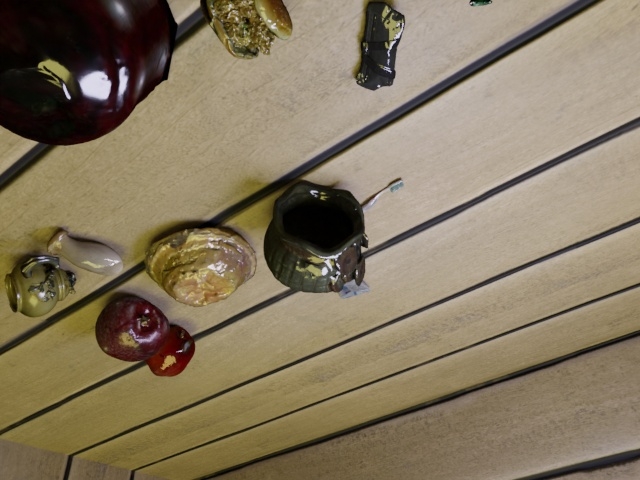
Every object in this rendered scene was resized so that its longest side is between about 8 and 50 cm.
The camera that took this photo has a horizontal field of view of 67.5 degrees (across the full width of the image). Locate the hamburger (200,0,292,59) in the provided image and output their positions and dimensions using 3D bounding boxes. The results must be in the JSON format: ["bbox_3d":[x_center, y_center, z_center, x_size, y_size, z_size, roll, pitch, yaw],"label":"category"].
[{"bbox_3d":[-0.134,-0.441,0.903,0.131,0.159,0.185,-25,109,25],"label":"hamburger"}]

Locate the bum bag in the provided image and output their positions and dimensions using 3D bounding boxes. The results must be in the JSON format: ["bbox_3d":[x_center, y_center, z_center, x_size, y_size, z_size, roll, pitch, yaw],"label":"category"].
[{"bbox_3d":[0.130,-0.416,1.038,0.087,0.049,0.198,17,140,10],"label":"bum bag"}]

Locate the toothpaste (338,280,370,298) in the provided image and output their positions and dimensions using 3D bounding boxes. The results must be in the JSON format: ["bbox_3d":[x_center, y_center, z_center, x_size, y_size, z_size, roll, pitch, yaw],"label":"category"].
[{"bbox_3d":[0.077,0.122,1.629,0.114,0.073,0.299,-19,144,13],"label":"toothpaste"}]

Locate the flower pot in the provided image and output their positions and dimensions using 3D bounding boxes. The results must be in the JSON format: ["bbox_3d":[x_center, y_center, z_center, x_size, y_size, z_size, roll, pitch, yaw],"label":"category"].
[{"bbox_3d":[0.000,0.000,1.314,0.302,0.302,0.213,2,137,-10],"label":"flower pot"}]

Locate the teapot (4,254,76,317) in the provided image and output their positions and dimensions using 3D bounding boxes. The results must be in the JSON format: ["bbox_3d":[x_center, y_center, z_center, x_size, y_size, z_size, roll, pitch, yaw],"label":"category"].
[{"bbox_3d":[-0.837,0.131,1.456,0.182,0.173,0.269,-11,145,-44],"label":"teapot"}]

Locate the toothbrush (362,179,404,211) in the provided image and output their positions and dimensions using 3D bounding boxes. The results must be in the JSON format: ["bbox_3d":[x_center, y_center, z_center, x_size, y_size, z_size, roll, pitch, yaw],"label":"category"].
[{"bbox_3d":[0.134,-0.101,1.409,0.269,0.027,0.021,-33,145,29],"label":"toothbrush"}]

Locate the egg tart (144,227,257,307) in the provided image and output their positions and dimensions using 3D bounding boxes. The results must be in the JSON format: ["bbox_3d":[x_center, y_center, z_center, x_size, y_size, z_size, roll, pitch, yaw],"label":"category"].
[{"bbox_3d":[-0.367,0.099,1.480,0.352,0.150,0.352,-6,142,-5],"label":"egg tart"}]

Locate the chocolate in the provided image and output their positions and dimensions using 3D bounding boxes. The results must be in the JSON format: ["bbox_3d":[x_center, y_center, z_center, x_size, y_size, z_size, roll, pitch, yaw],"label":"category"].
[{"bbox_3d":[-0.452,-0.330,0.847,0.383,0.331,0.383,-5,140,-5],"label":"chocolate"}]

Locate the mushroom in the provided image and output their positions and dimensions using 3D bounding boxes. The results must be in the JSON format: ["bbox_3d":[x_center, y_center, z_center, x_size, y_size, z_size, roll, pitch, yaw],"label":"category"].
[{"bbox_3d":[-0.689,0.042,1.415,0.212,0.088,0.097,22,164,-22],"label":"mushroom"}]

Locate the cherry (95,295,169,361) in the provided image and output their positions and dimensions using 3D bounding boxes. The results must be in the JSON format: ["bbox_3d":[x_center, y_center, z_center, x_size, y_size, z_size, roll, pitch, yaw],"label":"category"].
[{"bbox_3d":[-0.649,0.307,1.637,0.300,0.203,0.230,-24,139,39],"label":"cherry"}]

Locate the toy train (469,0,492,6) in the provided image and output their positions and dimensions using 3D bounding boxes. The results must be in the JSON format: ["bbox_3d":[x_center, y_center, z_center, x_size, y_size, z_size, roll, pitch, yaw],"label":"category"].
[{"bbox_3d":[0.189,-0.549,0.829,0.369,0.150,0.237,-1,130,-7],"label":"toy train"}]

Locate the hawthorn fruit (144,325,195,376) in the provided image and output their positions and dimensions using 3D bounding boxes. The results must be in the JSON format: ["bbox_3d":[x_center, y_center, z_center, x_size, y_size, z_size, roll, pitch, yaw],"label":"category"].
[{"bbox_3d":[-0.554,0.398,1.770,0.185,0.185,0.202,26,120,-31],"label":"hawthorn fruit"}]
